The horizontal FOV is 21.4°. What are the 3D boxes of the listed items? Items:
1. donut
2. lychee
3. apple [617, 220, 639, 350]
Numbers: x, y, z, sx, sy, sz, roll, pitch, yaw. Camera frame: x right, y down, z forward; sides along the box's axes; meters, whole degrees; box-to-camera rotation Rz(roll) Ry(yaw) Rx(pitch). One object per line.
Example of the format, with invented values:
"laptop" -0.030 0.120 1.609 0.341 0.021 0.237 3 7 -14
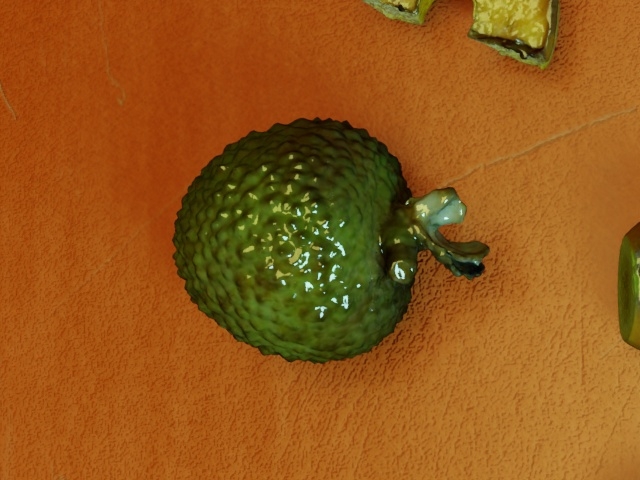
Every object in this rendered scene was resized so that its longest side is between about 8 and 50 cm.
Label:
"donut" 0.170 -0.295 1.877 0.259 0.101 0.152 25 89 24
"lychee" -0.010 0.001 1.812 0.320 0.270 0.269 4 80 57
"apple" 0.366 0.038 1.712 0.163 0.147 0.146 -20 73 19
